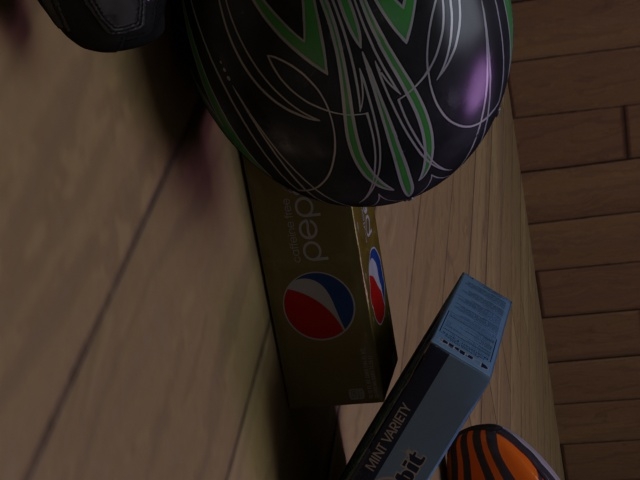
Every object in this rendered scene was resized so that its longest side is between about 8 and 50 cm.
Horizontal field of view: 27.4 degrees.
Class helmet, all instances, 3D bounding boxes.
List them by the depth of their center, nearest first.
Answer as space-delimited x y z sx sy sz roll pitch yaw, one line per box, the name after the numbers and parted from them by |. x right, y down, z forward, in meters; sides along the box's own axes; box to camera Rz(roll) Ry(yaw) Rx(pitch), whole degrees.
0.012 -0.102 0.613 0.169 0.169 0.161 68 4 -51 | helmet

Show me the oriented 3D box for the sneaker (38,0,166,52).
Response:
-0.067 -0.157 0.486 0.106 0.078 0.234 75 19 -45 | sneaker

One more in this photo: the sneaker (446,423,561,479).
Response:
0.183 0.343 1.264 0.180 0.124 0.321 -11 82 -63 | sneaker

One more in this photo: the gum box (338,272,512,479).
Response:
0.053 0.111 0.778 0.157 0.041 0.184 -60 174 14 | gum box

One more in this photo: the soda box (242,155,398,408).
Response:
0.000 0.000 0.742 0.061 0.058 0.181 -61 143 -68 | soda box
